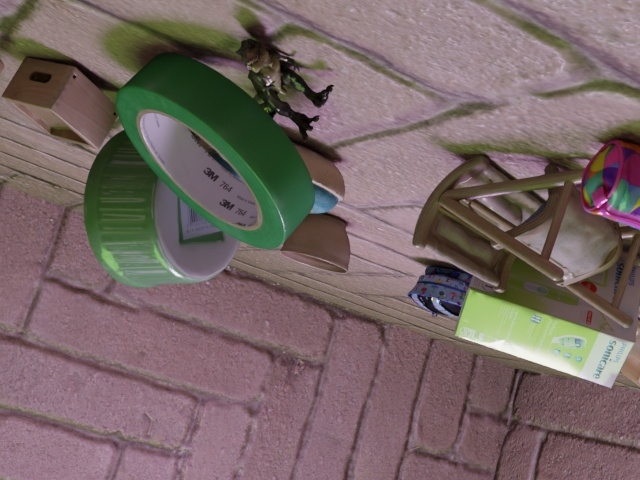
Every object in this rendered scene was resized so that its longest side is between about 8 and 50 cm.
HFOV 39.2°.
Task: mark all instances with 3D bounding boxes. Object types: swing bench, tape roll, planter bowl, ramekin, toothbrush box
[{"bbox_3d":[0.319,-0.007,1.324,0.254,0.165,0.253,15,173,44],"label":"swing bench"},{"bbox_3d":[-0.155,-0.125,1.316,0.321,0.077,0.321,34,158,16],"label":"tape roll"},{"bbox_3d":[0.000,0.000,2.054,0.162,0.109,0.162,17,171,3],"label":"planter bowl"},{"bbox_3d":[-0.270,-0.060,1.643,0.148,0.304,0.303,2,164,32],"label":"ramekin"},{"bbox_3d":[0.400,0.106,1.573,0.283,0.206,0.122,19,131,10],"label":"toothbrush box"}]

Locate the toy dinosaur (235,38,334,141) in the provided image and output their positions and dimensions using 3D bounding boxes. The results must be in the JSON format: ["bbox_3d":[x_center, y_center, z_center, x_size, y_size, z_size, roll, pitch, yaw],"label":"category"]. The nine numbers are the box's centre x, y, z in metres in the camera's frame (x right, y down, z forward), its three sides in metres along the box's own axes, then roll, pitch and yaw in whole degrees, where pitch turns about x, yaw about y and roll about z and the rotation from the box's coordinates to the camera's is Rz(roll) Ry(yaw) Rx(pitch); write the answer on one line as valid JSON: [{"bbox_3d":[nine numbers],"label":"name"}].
[{"bbox_3d":[-0.051,-0.195,1.174,0.118,0.064,0.268,33,172,2],"label":"toy dinosaur"}]

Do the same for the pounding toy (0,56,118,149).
[{"bbox_3d":[-0.464,-0.256,1.474,0.181,0.094,0.206,17,163,33],"label":"pounding toy"}]

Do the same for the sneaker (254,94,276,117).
[{"bbox_3d":[-0.083,-0.189,1.343,0.035,0.031,0.083,16,171,3],"label":"sneaker"}]

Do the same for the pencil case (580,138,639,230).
[{"bbox_3d":[0.437,-0.043,1.086,0.236,0.105,0.104,19,170,-7],"label":"pencil case"}]

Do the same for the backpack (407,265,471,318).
[{"bbox_3d":[0.306,0.126,2.221,0.158,0.117,0.173,9,168,41],"label":"backpack"}]

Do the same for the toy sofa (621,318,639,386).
[{"bbox_3d":[0.704,0.212,2.031,0.150,0.177,0.362,41,-172,38],"label":"toy sofa"}]

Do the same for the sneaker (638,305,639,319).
[{"bbox_3d":[0.690,0.147,1.600,0.147,0.145,0.385,16,169,0],"label":"sneaker"}]

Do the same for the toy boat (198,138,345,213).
[{"bbox_3d":[-0.088,-0.085,1.601,0.267,0.148,0.318,16,170,6],"label":"toy boat"}]
